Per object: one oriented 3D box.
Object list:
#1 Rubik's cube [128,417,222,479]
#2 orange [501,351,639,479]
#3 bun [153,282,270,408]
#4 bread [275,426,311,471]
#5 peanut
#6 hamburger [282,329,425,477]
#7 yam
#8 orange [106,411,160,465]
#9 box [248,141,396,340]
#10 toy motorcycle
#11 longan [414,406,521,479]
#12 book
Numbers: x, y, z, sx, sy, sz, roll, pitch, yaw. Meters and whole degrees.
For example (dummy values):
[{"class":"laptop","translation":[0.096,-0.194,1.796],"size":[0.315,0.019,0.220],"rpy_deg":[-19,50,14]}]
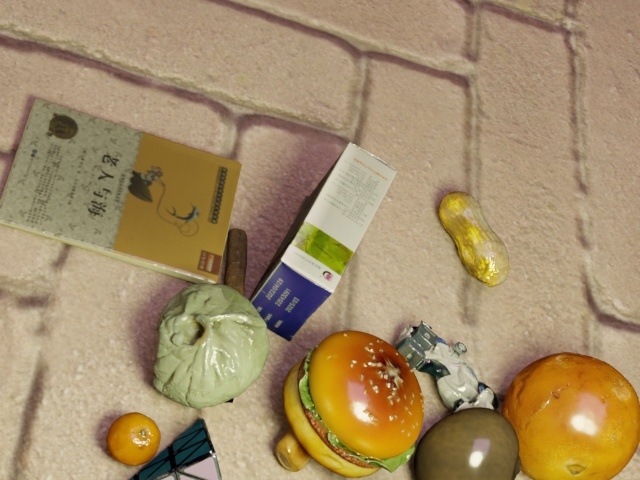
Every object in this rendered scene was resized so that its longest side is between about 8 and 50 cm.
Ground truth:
[{"class":"Rubik's cube","translation":[-0.165,0.364,1.709],"size":[0.190,0.178,0.211],"rpy_deg":[44,55,2]},{"class":"orange","translation":[0.428,0.309,1.964],"size":[0.240,0.240,0.240],"rpy_deg":[11,57,-17]},{"class":"bun","translation":[-0.189,0.158,1.819],"size":[0.204,0.126,0.212],"rpy_deg":[-34,54,-12]},{"class":"bread","translation":[-0.032,0.325,1.863],"size":[0.103,0.049,0.062],"rpy_deg":[-47,116,-38]},{"class":"peanut","translation":[0.294,-0.005,2.184],"size":[0.087,0.087,0.206],"rpy_deg":[-15,66,-30]},{"class":"hamburger","translation":[0.070,0.254,1.847],"size":[0.246,0.170,0.246],"rpy_deg":[27,39,-25]},{"class":"yam","translation":[-0.154,0.124,1.938],"size":[0.045,0.045,0.326],"rpy_deg":[35,45,-39]},{"class":"orange","translation":[-0.285,0.304,1.750],"size":[0.084,0.083,0.083],"rpy_deg":[11,57,-17]},{"class":"box","translation":[0.000,0.000,1.981],"size":[0.106,0.200,0.299],"rpy_deg":[32,53,-5]},{"class":"toy motorcycle","translation":[0.218,0.240,2.002],"size":[0.221,0.102,0.150],"rpy_deg":[42,33,1]},{"class":"longan","translation":[0.243,0.364,1.887],"size":[0.189,0.189,0.189],"rpy_deg":[11,57,-17]},{"class":"book","translation":[-0.342,-0.085,1.988],"size":[0.389,0.032,0.268],"rpy_deg":[16,57,-13]}]
